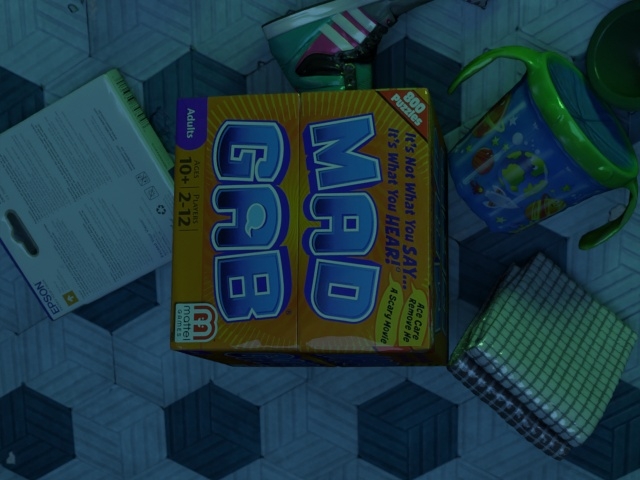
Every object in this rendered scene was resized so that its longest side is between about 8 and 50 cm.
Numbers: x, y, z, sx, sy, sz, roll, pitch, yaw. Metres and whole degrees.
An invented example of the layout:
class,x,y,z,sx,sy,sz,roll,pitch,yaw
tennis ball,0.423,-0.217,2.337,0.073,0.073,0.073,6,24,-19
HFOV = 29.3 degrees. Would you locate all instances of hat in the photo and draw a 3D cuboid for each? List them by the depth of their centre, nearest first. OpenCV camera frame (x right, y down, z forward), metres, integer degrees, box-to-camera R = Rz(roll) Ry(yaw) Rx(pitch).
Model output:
class,x,y,z,sx,sy,sz,roll,pitch,yaw
hat,0.541,-0.260,1.884,0.208,0.183,0.173,37,106,41

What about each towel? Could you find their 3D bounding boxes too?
class,x,y,z,sx,sy,sz,roll,pitch,yaw
towel,0.344,0.177,1.924,0.235,0.284,0.121,40,133,0

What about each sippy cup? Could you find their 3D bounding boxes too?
class,x,y,z,sx,sy,sz,roll,pitch,yaw
sippy cup,0.325,-0.130,1.865,0.224,0.240,0.305,-37,65,28

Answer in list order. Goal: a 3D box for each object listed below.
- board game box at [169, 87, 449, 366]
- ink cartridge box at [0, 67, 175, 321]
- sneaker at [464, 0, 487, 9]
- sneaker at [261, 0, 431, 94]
class,x,y,z,sx,sy,sz,roll,pitch,yaw
board game box,0.000,0.000,1.812,0.356,0.356,0.356,-1,81,10
ink cartridge box,-0.399,-0.073,2.068,0.330,0.071,0.324,-26,102,19
sneaker,0.263,-0.401,1.880,0.069,0.038,0.098,28,118,-2
sneaker,0.068,-0.295,1.893,0.295,0.124,0.178,-15,99,21
